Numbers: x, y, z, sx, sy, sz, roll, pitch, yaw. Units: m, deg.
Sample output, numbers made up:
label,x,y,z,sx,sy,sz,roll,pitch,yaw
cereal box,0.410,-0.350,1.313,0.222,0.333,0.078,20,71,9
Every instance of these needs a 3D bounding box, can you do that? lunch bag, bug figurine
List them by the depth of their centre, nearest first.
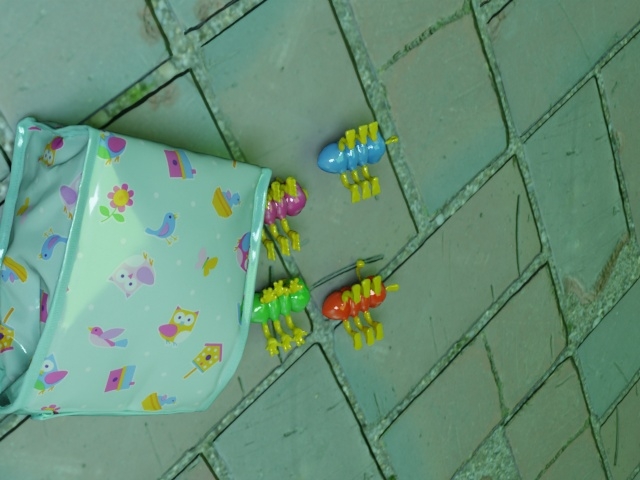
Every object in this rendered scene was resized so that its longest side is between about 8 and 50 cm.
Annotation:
label,x,y,z,sx,sy,sz,roll,pitch,yaw
lunch bag,-0.181,0.037,0.943,0.223,0.160,0.262,9,93,-44
bug figurine,0.000,0.000,1.154,0.216,0.072,0.279,-18,121,-30
